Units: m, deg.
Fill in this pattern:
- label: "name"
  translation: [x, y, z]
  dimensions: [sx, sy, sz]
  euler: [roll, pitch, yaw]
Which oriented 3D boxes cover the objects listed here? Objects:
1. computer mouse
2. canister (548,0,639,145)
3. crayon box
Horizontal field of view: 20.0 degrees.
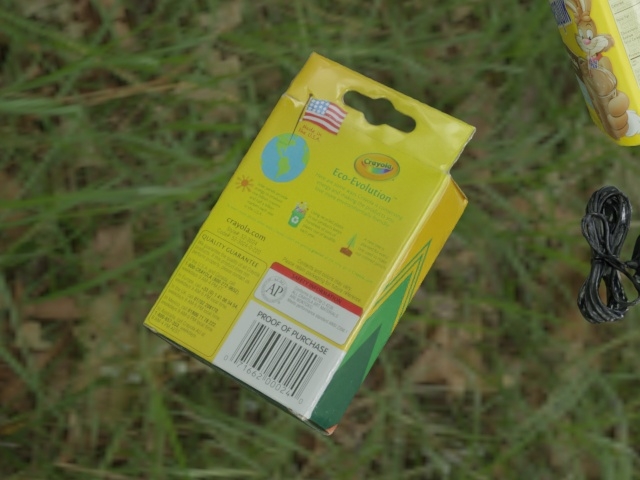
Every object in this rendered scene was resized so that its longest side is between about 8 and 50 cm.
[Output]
- label: "computer mouse"
  translation: [0.428, 0.019, 2.017]
  dimensions: [0.072, 0.272, 0.188]
  euler: [63, 29, -48]
- label: "canister"
  translation: [0.223, -0.169, 1.408]
  dimensions: [0.073, 0.126, 0.170]
  euler: [-23, 110, 1]
- label: "crayon box"
  translation: [0.000, 0.000, 1.739]
  dimensions: [0.318, 0.202, 0.081]
  euler: [-58, 154, -6]
